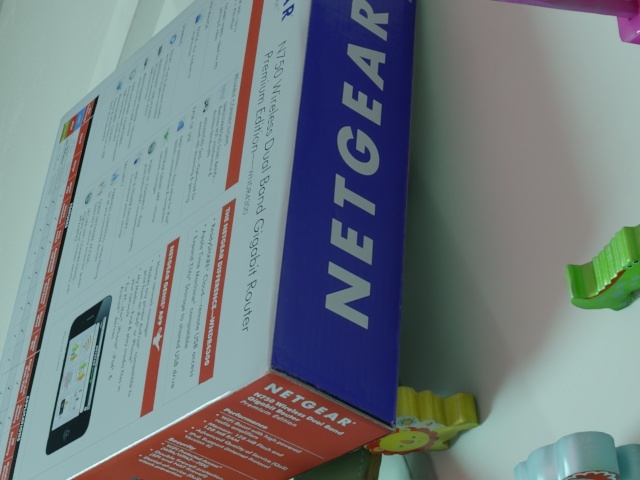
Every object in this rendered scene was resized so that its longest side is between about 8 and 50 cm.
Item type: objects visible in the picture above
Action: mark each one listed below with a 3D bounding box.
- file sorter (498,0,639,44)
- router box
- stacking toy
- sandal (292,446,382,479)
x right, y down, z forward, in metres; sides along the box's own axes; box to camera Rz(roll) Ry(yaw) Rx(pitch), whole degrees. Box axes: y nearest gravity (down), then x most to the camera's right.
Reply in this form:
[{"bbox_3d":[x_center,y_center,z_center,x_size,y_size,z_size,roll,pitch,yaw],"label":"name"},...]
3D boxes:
[{"bbox_3d":[0.096,-0.255,0.490,0.202,0.182,0.290,-34,58,59],"label":"file sorter"},{"bbox_3d":[-0.077,0.001,0.792,0.301,0.082,0.335,-31,41,41],"label":"router box"},{"bbox_3d":[0.088,0.112,0.563,0.221,0.052,0.167,-49,37,49],"label":"stacking toy"},{"bbox_3d":[0.014,0.164,0.697,0.088,0.079,0.240,-28,30,31],"label":"sandal"}]
